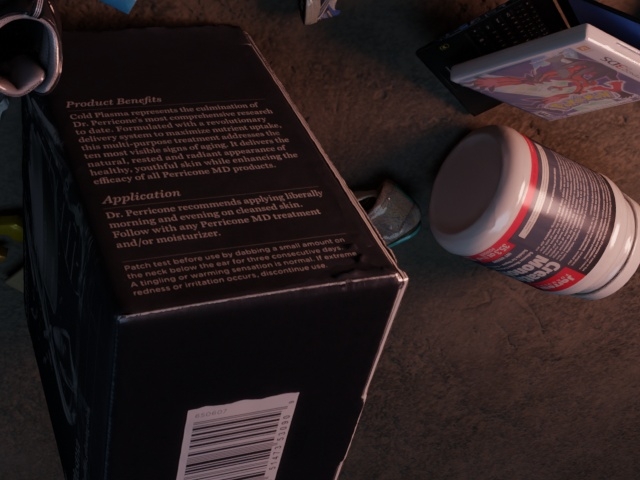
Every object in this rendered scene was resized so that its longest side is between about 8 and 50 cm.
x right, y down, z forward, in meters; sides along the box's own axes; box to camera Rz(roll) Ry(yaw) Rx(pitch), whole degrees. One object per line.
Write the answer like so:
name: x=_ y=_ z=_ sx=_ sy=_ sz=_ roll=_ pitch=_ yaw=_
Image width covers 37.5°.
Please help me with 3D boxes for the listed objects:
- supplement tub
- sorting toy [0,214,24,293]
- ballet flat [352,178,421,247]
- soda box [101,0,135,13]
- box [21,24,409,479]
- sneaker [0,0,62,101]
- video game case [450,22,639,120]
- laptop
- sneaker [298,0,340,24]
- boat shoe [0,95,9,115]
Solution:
supplement tub: x=0.310 y=-0.034 z=1.348 sx=0.272 sy=0.191 sz=0.191 roll=22 pitch=130 yaw=-26
sorting toy: x=-0.376 y=0.036 z=1.456 sx=0.229 sy=0.041 sz=0.307 roll=-30 pitch=132 yaw=29
ballet flat: x=0.000 y=0.000 z=1.431 sx=0.316 sy=0.107 sz=0.106 roll=-30 pitch=112 yaw=16
soda box: x=-0.192 y=-0.356 z=1.030 sx=0.067 sy=0.071 sz=0.210 roll=21 pitch=130 yaw=-26
box: x=-0.173 y=0.070 z=1.131 sx=0.298 sy=0.471 sz=0.479 roll=-6 pitch=134 yaw=-23
sneaker: x=-0.346 y=-0.183 z=0.982 sx=0.101 sy=0.153 sz=0.268 roll=9 pitch=132 yaw=-36
video game case: x=0.286 y=-0.189 z=1.100 sx=0.184 sy=0.023 sz=0.201 roll=14 pitch=168 yaw=-35
laptop: x=0.291 y=-0.198 z=1.153 sx=0.264 sy=0.136 sz=0.234 roll=-25 pitch=157 yaw=19
sneaker: x=0.007 y=-0.319 z=1.118 sx=0.058 sy=0.052 sz=0.135 roll=-8 pitch=145 yaw=-13
boat shoe: x=-0.423 y=-0.180 z=1.223 sx=0.035 sy=0.035 sz=0.100 roll=-10 pitch=141 yaw=-38
